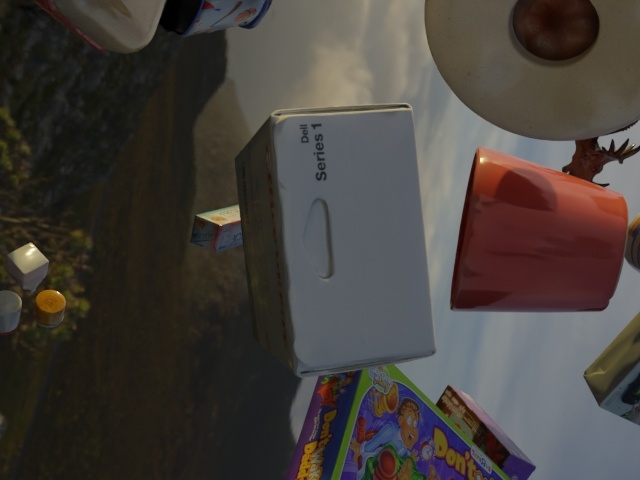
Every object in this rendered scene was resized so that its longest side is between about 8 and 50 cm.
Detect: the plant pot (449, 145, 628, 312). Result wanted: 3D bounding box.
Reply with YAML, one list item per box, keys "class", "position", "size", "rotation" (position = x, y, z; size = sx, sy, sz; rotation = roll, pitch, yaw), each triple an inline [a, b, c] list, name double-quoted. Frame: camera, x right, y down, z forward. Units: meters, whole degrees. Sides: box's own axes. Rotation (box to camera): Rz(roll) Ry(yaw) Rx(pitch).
- class: "plant pot"
  position: [0.350, 0.001, 1.362]
  size: [0.275, 0.243, 0.274]
  rotation: [9, 90, -84]

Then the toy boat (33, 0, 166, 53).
- class: "toy boat"
  position: [-0.206, -0.251, 0.695]
  size: [0.231, 0.151, 0.150]
  rotation: [38, 72, -86]

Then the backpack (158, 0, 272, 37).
- class: "backpack"
  position: [-0.123, -0.376, 0.973]
  size: [0.263, 0.213, 0.276]
  rotation: [-44, -120, 53]

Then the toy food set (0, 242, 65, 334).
- class: "toy food set"
  position: [-0.451, 0.054, 1.153]
  size: [0.111, 0.232, 0.104]
  rotation: [-36, 164, -40]

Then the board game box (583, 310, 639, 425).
- class: "board game box"
  position: [0.677, 0.253, 1.538]
  size: [0.224, 0.303, 0.097]
  rotation: [-56, -160, 24]

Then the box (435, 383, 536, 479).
- class: "box"
  position: [0.234, 0.391, 1.434]
  size: [0.200, 0.057, 0.293]
  rotation: [-59, -165, 4]

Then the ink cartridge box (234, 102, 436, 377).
- class: "ink cartridge box"
  position: [0.000, 0.000, 0.757]
  size: [0.278, 0.117, 0.201]
  rotation: [174, -90, -79]

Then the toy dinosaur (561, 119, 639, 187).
- class: "toy dinosaur"
  position: [0.538, -0.238, 1.538]
  size: [0.200, 0.127, 0.295]
  rotation: [60, -23, 17]

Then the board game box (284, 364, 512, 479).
- class: "board game box"
  position: [0.112, 0.321, 1.000]
  size: [0.078, 0.347, 0.233]
  rotation: [-25, -149, 37]

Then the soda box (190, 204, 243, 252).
- class: "soda box"
  position: [-0.171, -0.027, 1.624]
  size: [0.183, 0.063, 0.058]
  rotation: [-19, 126, -59]

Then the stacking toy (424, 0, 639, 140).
- class: "stacking toy"
  position: [0.379, -0.399, 1.231]
  size: [0.480, 0.351, 0.350]
  rotation: [-58, 163, -45]

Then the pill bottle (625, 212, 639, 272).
- class: "pill bottle"
  position: [0.720, 0.039, 1.620]
  size: [0.272, 0.152, 0.152]
  rotation: [-122, -141, -67]
